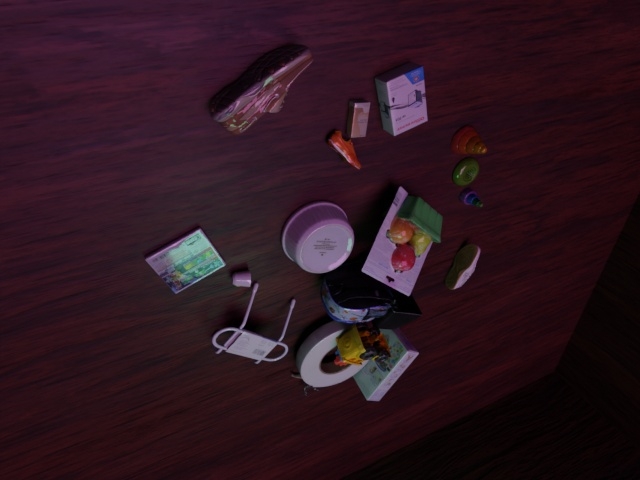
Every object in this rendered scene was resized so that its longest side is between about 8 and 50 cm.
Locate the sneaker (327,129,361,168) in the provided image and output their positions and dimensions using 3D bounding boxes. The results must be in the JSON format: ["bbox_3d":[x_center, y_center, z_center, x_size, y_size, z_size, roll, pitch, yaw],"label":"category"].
[{"bbox_3d":[0.095,-0.304,1.379,0.067,0.064,0.175,-51,134,-1],"label":"sneaker"}]

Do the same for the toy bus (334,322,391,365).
[{"bbox_3d":[0.168,0.479,1.768,0.211,0.149,0.220,-41,136,22],"label":"toy bus"}]

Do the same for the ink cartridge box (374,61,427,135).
[{"bbox_3d":[0.270,-0.467,1.345,0.139,0.082,0.191,-27,129,-9],"label":"ink cartridge box"}]

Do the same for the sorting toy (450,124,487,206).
[{"bbox_3d":[0.622,-0.277,1.640,0.127,0.126,0.365,-27,130,-9],"label":"sorting toy"}]

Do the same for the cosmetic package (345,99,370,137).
[{"bbox_3d":[0.123,-0.401,1.337,0.060,0.041,0.115,-12,127,-22],"label":"cosmetic package"}]

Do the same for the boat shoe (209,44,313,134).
[{"bbox_3d":[-0.154,-0.419,1.136,0.324,0.123,0.116,-34,139,5],"label":"boat shoe"}]

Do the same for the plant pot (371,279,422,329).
[{"bbox_3d":[0.314,0.306,1.859,0.187,0.188,0.167,12,129,-35],"label":"plant pot"}]

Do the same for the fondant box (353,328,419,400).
[{"bbox_3d":[0.293,0.579,1.989,0.096,0.238,0.330,21,111,-37],"label":"fondant box"}]

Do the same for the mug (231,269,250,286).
[{"bbox_3d":[-0.292,0.147,1.490,0.064,0.062,0.078,0,116,-19],"label":"mug"}]

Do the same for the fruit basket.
[{"bbox_3d":[0.323,0.010,1.605,0.327,0.165,0.353,28,89,-39],"label":"fruit basket"}]

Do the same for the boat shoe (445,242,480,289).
[{"bbox_3d":[0.713,0.125,1.996,0.096,0.098,0.277,-2,132,-28],"label":"boat shoe"}]

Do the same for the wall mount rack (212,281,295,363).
[{"bbox_3d":[-0.253,0.344,1.612,0.350,0.130,0.304,31,108,-40],"label":"wall mount rack"}]

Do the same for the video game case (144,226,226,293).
[{"bbox_3d":[-0.451,0.069,1.373,0.201,0.023,0.183,-31,131,-7],"label":"video game case"}]

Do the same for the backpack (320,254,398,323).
[{"bbox_3d":[0.133,0.211,1.651,0.263,0.276,0.213,0,135,-25],"label":"backpack"}]

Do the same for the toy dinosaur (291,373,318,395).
[{"bbox_3d":[-0.038,0.698,2.014,0.268,0.064,0.118,6,104,-31],"label":"toy dinosaur"}]

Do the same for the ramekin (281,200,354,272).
[{"bbox_3d":[0.000,0.000,1.497,0.273,0.127,0.273,-14,128,-19],"label":"ramekin"}]

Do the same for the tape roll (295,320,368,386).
[{"bbox_3d":[0.074,0.525,1.885,0.392,0.072,0.392,-15,129,-19],"label":"tape roll"}]
